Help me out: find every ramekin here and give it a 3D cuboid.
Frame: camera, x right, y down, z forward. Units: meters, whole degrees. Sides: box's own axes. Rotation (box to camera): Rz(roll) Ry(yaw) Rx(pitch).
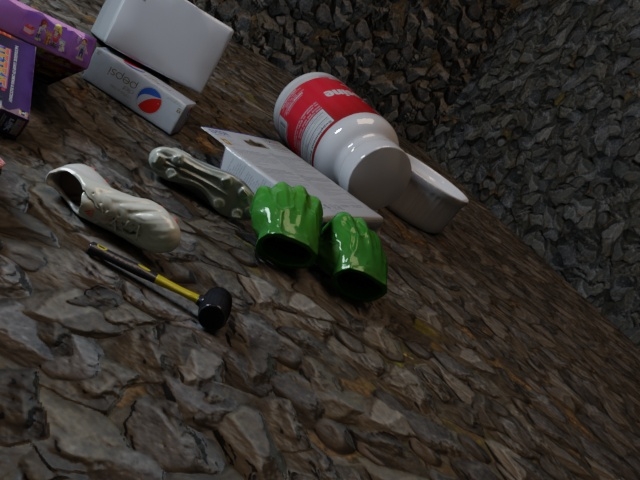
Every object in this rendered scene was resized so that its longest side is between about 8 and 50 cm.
[{"bbox_3d":[0.278,-0.140,2.190,0.277,0.135,0.277,31,17,-10],"label":"ramekin"}]

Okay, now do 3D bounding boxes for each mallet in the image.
[{"bbox_3d":[-0.194,0.048,0.931,0.190,0.039,0.062,29,16,-1],"label":"mallet"}]

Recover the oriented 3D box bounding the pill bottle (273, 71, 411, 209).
[{"bbox_3d":[0.055,-0.252,1.918,0.229,0.229,0.407,20,21,-39],"label":"pill bottle"}]

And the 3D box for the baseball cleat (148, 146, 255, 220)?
[{"bbox_3d":[-0.197,-0.108,1.303,0.206,0.072,0.109,33,9,-16],"label":"baseball cleat"}]

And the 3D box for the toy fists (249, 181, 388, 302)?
[{"bbox_3d":[0.000,0.000,1.290,0.279,0.096,0.142,26,44,-25],"label":"toy fists"}]

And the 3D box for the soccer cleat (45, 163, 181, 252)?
[{"bbox_3d":[-0.270,-0.038,0.980,0.196,0.068,0.076,31,20,16],"label":"soccer cleat"}]

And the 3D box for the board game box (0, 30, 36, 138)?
[{"bbox_3d":[-0.485,-0.240,1.071,0.141,0.048,0.170,20,42,-36],"label":"board game box"}]

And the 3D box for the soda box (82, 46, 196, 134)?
[{"bbox_3d":[-0.367,-0.305,1.534,0.216,0.074,0.069,33,15,0],"label":"soda box"}]

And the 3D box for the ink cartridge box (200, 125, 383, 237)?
[{"bbox_3d":[-0.061,-0.112,1.582,0.330,0.071,0.324,36,16,20],"label":"ink cartridge box"}]

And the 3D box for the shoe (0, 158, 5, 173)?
[{"bbox_3d":[-0.413,-0.100,0.885,0.081,0.063,0.178,28,22,-23],"label":"shoe"}]

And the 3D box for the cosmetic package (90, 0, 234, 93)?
[{"bbox_3d":[-0.378,-0.481,1.732,0.230,0.161,0.453,26,6,-25],"label":"cosmetic package"}]

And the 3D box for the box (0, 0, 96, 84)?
[{"bbox_3d":[-0.533,-0.343,1.199,0.293,0.057,0.201,21,-11,-35],"label":"box"}]
